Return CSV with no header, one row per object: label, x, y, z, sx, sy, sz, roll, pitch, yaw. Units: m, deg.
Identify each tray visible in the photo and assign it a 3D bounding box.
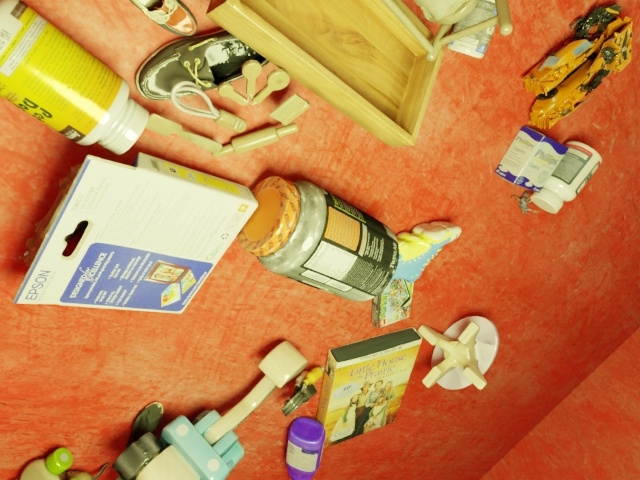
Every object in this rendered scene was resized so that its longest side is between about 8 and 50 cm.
tray,0.037,-0.337,0.729,0.411,0.076,0.203,24,82,-40

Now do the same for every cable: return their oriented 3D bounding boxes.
cable,-0.072,0.402,1.161,0.139,0.072,0.287,-39,165,7

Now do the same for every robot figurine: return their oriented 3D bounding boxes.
robot figurine,0.616,-0.406,1.050,0.291,0.085,0.211,-39,133,0

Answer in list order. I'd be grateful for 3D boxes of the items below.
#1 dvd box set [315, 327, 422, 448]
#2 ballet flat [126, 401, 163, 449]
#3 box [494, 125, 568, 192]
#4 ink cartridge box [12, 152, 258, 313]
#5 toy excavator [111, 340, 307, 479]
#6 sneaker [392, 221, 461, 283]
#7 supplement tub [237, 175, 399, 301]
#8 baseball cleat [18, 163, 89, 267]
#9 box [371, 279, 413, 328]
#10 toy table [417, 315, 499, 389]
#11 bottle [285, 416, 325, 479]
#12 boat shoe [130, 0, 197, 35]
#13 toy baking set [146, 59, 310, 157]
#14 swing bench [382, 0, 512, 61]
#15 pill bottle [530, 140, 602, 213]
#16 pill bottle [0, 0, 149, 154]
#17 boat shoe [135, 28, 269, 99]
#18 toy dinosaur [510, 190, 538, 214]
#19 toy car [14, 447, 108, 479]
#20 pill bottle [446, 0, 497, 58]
dvd box set,0.145,0.480,1.433,0.307,0.062,0.420,-8,126,-25
ballet flat,-0.441,0.468,1.112,0.057,0.049,0.173,28,103,-9
box,0.551,-0.209,1.163,0.126,0.072,0.137,9,117,-35
ink cartridge box,-0.312,-0.001,0.777,0.307,0.072,0.303,17,121,-46
toy excavator,-0.256,0.483,1.116,0.445,0.222,0.433,-33,158,-48
sneaker,0.250,0.033,1.142,0.240,0.091,0.126,-15,112,-9
supplement tub,0.000,0.000,0.917,0.316,0.193,0.193,26,107,-39
baseball cleat,-0.410,-0.027,0.747,0.109,0.072,0.206,22,113,-46
box,0.202,0.147,1.243,0.114,0.036,0.207,-17,129,-19
toy table,0.435,0.363,1.410,0.161,0.252,0.274,11,106,-52
bottle,-0.055,0.695,1.438,0.118,0.092,0.283,14,123,12
boat shoe,-0.235,-0.342,0.639,0.137,0.043,0.049,30,103,-42
toy baking set,-0.146,-0.211,0.743,0.256,0.030,0.197,-21,155,1
swing bench,0.193,-0.477,0.689,0.253,0.165,0.254,27,73,-39
pill bottle,0.665,-0.170,1.218,0.108,0.108,0.180,35,93,-41
pill bottle,-0.353,-0.213,0.613,0.117,0.117,0.215,-47,132,8
boat shoe,-0.178,-0.279,0.698,0.228,0.068,0.081,-28,131,-10
toy dinosaur,0.588,-0.106,1.296,0.090,0.047,0.082,8,141,9
toy car,-0.603,0.581,1.063,0.155,0.149,0.188,-37,161,3
pill bottle,0.305,-0.432,0.858,0.078,0.078,0.137,0,122,-30
